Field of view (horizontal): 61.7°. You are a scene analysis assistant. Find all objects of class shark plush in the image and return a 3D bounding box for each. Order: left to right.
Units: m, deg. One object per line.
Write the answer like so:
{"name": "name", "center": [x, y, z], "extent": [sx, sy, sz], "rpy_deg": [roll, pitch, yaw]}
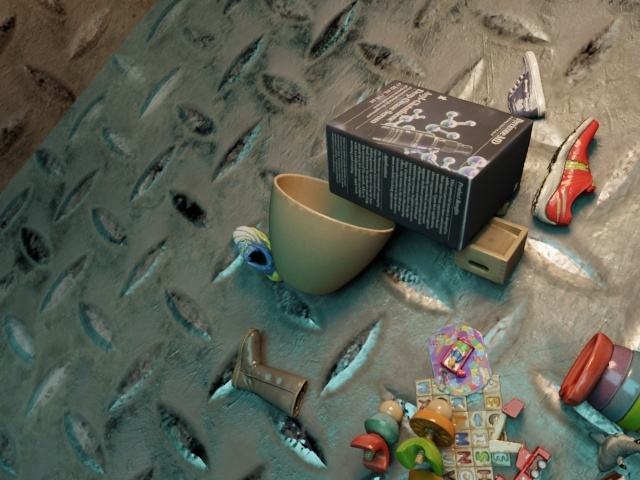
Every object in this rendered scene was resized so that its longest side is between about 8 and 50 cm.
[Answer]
{"name": "shark plush", "center": [0.595, 0.417, 1.045], "extent": [0.073, 0.161, 0.067], "rpy_deg": [23, 65, -5]}

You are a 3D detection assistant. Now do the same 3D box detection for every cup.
{"name": "cup", "center": [0.000, 0.000, 1.398], "extent": [0.331, 0.331, 0.237], "rpy_deg": [34, 113, 30]}

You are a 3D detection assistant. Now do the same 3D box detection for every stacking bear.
{"name": "stacking bear", "center": [0.651, 0.322, 1.054], "extent": [0.289, 0.175, 0.164], "rpy_deg": [29, 92, 20]}

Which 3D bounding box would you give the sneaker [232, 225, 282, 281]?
{"name": "sneaker", "center": [-0.192, 0.020, 1.553], "extent": [0.240, 0.126, 0.091], "rpy_deg": [37, 89, 30]}

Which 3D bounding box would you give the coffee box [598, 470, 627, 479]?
{"name": "coffee box", "center": [0.482, 0.572, 1.022], "extent": [0.297, 0.168, 0.119], "rpy_deg": [-36, 61, 9]}

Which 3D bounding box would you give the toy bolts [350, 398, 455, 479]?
{"name": "toy bolts", "center": [0.209, 0.459, 1.222], "extent": [0.228, 0.218, 0.158], "rpy_deg": [0, 37, 37]}

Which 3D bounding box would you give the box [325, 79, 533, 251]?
{"name": "box", "center": [0.255, -0.200, 1.312], "extent": [0.395, 0.212, 0.293], "rpy_deg": [28, 51, 31]}

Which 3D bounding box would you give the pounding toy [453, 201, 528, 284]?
{"name": "pounding toy", "center": [0.409, -0.013, 1.320], "extent": [0.181, 0.094, 0.206], "rpy_deg": [24, 51, 30]}

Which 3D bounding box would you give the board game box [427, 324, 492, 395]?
{"name": "board game box", "center": [0.326, 0.279, 1.272], "extent": [0.133, 0.033, 0.169], "rpy_deg": [-16, 62, 18]}

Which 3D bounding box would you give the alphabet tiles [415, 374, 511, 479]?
{"name": "alphabet tiles", "center": [0.324, 0.436, 1.235], "extent": [0.198, 0.009, 0.237], "rpy_deg": [-10, 67, 21]}

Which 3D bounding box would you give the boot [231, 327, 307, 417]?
{"name": "boot", "center": [-0.130, 0.349, 1.434], "extent": [0.208, 0.076, 0.190], "rpy_deg": [11, 90, 34]}

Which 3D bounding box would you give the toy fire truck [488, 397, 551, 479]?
{"name": "toy fire truck", "center": [0.414, 0.454, 1.156], "extent": [0.135, 0.047, 0.192], "rpy_deg": [38, 85, 25]}

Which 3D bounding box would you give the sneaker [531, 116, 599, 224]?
{"name": "sneaker", "center": [0.611, -0.161, 1.293], "extent": [0.118, 0.107, 0.279], "rpy_deg": [27, 86, 11]}

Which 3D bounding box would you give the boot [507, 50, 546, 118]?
{"name": "boot", "center": [0.534, -0.410, 1.418], "extent": [0.086, 0.069, 0.190], "rpy_deg": [-9, 69, 18]}
